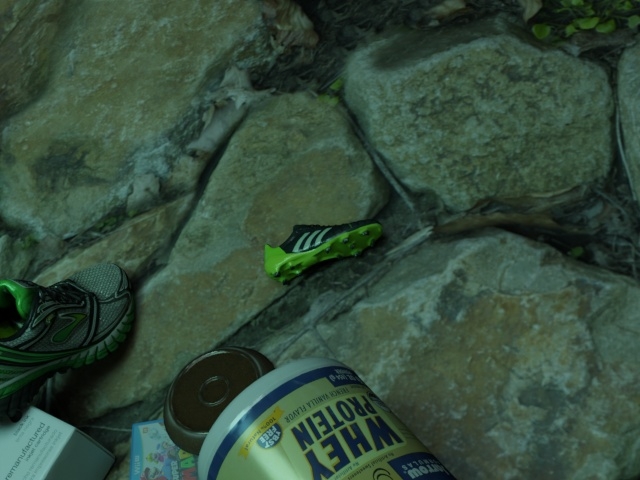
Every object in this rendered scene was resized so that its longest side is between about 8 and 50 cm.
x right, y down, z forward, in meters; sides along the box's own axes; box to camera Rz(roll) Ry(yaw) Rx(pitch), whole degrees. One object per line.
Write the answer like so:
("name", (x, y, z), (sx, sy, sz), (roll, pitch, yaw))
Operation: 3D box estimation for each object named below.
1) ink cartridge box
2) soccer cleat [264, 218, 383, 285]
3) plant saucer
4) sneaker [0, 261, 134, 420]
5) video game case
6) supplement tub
("ink cartridge box", (-0.461, 0.312, 1.355), (0.289, 0.121, 0.211), (17, 67, 29))
("soccer cleat", (0.000, 0.000, 1.416), (0.179, 0.060, 0.072), (-22, 54, 10))
("plant saucer", (-0.138, 0.207, 1.344), (0.168, 0.029, 0.168), (-12, 49, 14))
("sneaker", (-0.373, 0.108, 1.371), (0.134, 0.146, 0.343), (14, 28, 22))
("video game case", (-0.175, 0.288, 1.331), (0.166, 0.015, 0.119), (-12, 57, 13))
("supplement tub", (0.035, 0.306, 1.112), (0.228, 0.228, 0.316), (-42, 55, -7))
